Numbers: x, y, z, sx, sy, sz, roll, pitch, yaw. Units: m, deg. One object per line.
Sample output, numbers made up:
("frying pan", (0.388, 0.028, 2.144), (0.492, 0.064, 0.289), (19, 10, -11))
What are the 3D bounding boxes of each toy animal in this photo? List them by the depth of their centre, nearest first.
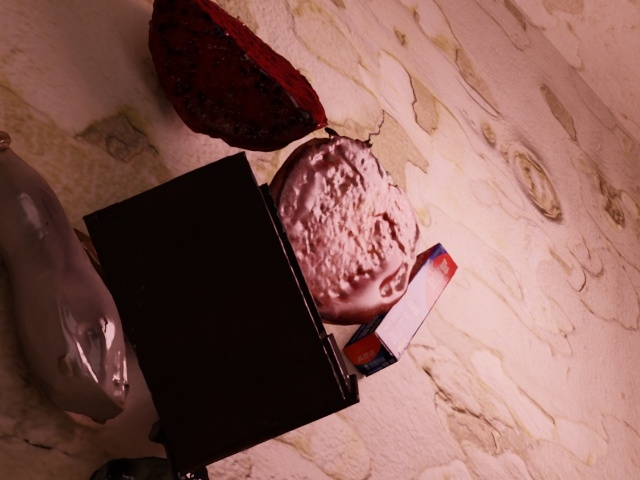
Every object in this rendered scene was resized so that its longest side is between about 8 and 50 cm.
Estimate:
("toy animal", (-0.192, 0.311, 0.855), (0.121, 0.094, 0.225), (52, 35, -26))

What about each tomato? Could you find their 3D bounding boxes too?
("tomato", (-0.002, -0.002, 1.217), (0.309, 0.170, 0.308), (8, 78, -41))

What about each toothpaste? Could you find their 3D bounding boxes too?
("toothpaste", (0.144, 0.110, 1.389), (0.066, 0.076, 0.320), (52, 36, -6))

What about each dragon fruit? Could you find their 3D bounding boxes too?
("dragon fruit", (-0.134, -0.239, 1.264), (0.317, 0.152, 0.205), (44, 19, 2))

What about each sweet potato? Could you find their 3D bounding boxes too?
("sweet potato", (-0.249, 0.053, 0.991), (0.182, 0.054, 0.053), (52, -5, -2))

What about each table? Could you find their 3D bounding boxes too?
("table", (-0.097, 0.077, 0.932), (0.250, 0.196, 0.282), (55, 13, -84))

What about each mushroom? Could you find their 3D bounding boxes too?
("mushroom", (-0.304, 0.036, 0.907), (0.109, 0.097, 0.351), (-9, 69, -54))
